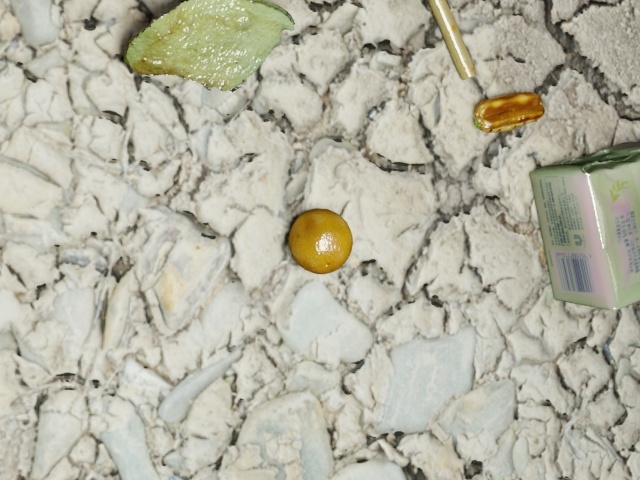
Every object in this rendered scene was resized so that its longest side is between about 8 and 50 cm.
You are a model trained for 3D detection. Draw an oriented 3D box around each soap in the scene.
[{"bbox_3d":[0.405,-0.023,1.750,0.182,0.138,0.199,-16,98,-24],"label":"soap"}]

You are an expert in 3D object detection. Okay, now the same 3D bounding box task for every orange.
[{"bbox_3d":[0.000,0.000,1.584,0.085,0.085,0.085,-1,91,-27],"label":"orange"}]

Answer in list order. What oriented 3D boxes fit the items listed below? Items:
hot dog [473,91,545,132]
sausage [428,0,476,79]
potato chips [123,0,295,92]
[{"bbox_3d":[0.251,-0.171,1.730,0.122,0.037,0.049,-11,84,-31],"label":"hot dog"},{"bbox_3d":[0.169,-0.272,1.690,0.024,0.024,0.132,-31,104,-23],"label":"sausage"},{"bbox_3d":[-0.126,-0.230,1.521,0.209,0.026,0.142,-26,133,-10],"label":"potato chips"}]
